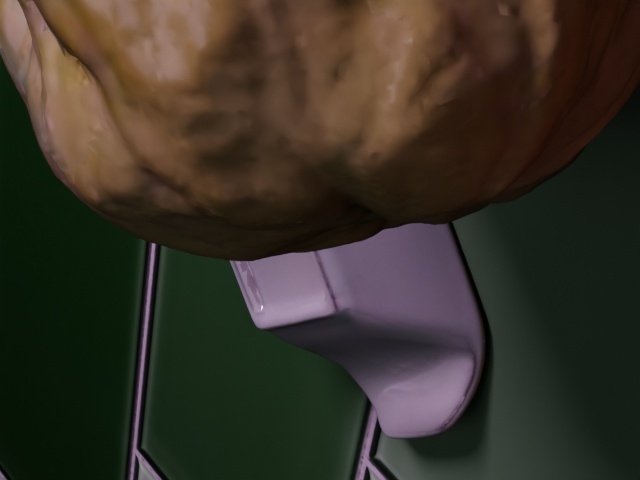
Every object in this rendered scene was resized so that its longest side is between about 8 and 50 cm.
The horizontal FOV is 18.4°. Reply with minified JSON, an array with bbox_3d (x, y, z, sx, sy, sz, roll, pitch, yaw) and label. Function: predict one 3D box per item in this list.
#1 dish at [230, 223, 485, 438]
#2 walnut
[{"bbox_3d":[0.000,0.000,1.041,0.154,0.064,0.234,-17,97,59],"label":"dish"},{"bbox_3d":[-0.007,-0.129,0.752,0.253,0.282,0.277,-22,93,40],"label":"walnut"}]
